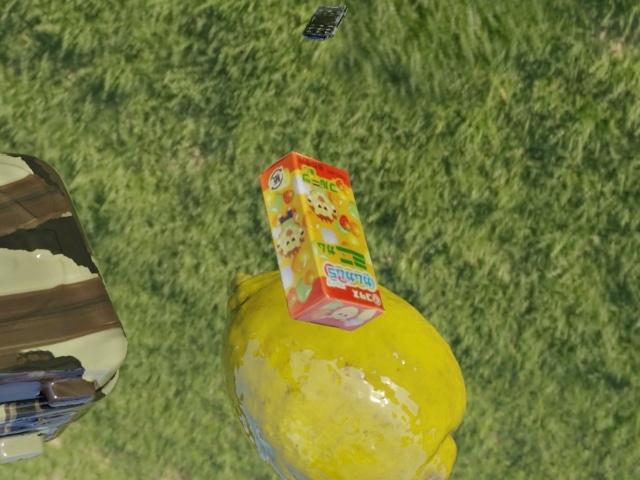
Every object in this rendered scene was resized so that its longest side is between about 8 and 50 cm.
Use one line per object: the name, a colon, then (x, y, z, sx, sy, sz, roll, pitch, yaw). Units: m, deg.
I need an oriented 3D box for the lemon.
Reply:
lemon: (0.020, 0.174, 1.162, 0.316, 0.285, 0.285, 33, 140, -15)

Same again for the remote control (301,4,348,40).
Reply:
remote control: (0.006, -0.257, 1.136, 0.039, 0.096, 0.014, 7, 124, 11)

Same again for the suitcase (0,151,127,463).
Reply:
suitcase: (-0.372, 0.034, 0.821, 0.352, 0.339, 0.194, -1, 144, -44)

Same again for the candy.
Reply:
candy: (0.000, 0.000, 0.680, 0.062, 0.122, 0.038, 17, 139, -43)
